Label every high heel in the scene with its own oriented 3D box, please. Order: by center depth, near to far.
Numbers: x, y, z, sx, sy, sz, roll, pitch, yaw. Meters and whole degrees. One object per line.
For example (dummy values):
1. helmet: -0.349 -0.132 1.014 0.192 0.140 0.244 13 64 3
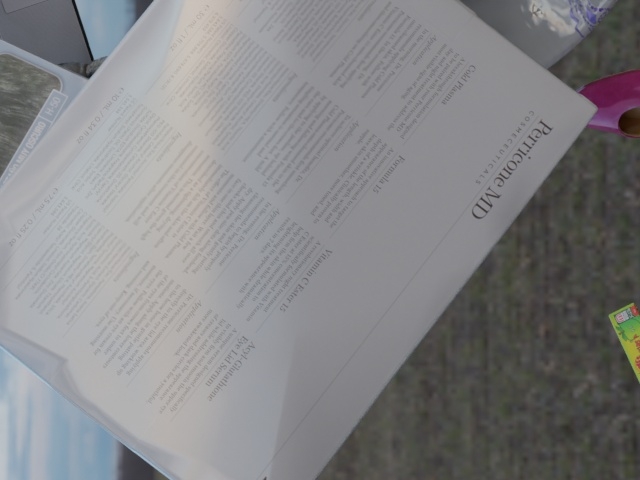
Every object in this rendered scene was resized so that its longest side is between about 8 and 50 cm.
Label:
1. high heel: 0.326 -0.087 1.345 0.082 0.244 0.117 38 -119 -55

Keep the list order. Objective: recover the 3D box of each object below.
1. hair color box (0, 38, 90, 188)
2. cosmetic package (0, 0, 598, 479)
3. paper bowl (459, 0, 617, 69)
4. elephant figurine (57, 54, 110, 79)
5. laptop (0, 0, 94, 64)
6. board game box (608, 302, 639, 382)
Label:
1. hair color box: -0.231 -0.011 1.287 0.185 0.114 0.374 -62 -16 -10
2. cosmetic package: -0.037 -0.025 1.033 0.377 0.284 0.097 -51 -3 -7
3. paper bowl: 0.154 -0.275 1.337 0.148 0.284 0.284 49 151 28
4. elephant figurine: -0.264 -0.145 1.757 0.239 0.169 0.186 65 -155 -3
5. laptop: -0.500 -0.271 1.835 0.236 0.408 0.382 -123 16 -54
6. board game box: 0.479 0.187 2.156 0.092 0.043 0.181 51 -163 -45
